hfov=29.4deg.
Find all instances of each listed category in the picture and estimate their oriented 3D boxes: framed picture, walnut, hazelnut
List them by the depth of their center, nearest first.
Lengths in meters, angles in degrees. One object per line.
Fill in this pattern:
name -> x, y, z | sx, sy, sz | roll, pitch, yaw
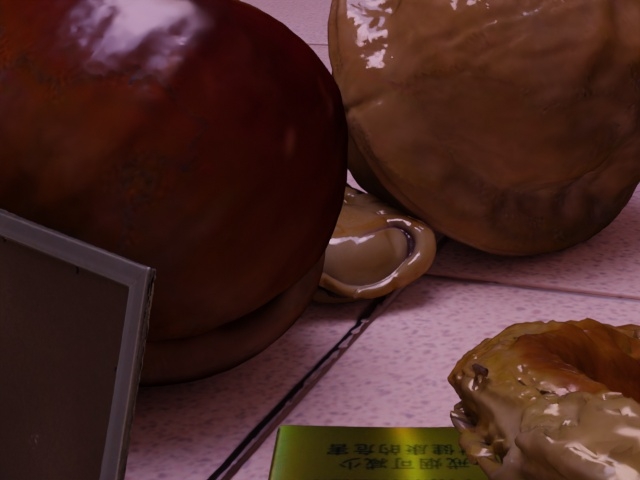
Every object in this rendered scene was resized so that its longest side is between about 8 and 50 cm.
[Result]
framed picture -> -0.200, 0.087, 0.763 | 0.274, 0.217, 0.017 | 20, 12, 42
hazelnut -> -0.161, -0.052, 0.974 | 0.359, 0.359, 0.409 | -10, 23, -20
walnut -> 0.188, -0.166, 1.208 | 0.384, 0.383, 0.383 | -2, 20, 1

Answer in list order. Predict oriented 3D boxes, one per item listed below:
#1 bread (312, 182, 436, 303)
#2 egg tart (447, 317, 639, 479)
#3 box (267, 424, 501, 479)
bread -> 0.000, 0.000, 1.145 | 0.134, 0.081, 0.225 | -18, 27, -25
egg tart -> 0.228, 0.135, 0.625 | 0.352, 0.150, 0.352 | 9, 9, -1
box -> 0.046, 0.193, 0.670 | 0.173, 0.043, 0.311 | -1, 20, 3
